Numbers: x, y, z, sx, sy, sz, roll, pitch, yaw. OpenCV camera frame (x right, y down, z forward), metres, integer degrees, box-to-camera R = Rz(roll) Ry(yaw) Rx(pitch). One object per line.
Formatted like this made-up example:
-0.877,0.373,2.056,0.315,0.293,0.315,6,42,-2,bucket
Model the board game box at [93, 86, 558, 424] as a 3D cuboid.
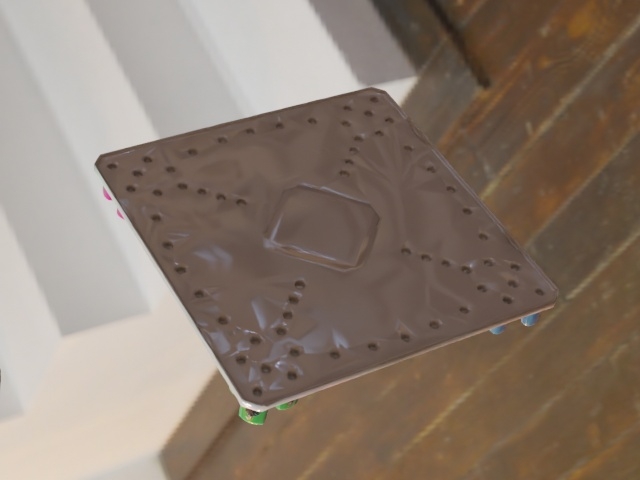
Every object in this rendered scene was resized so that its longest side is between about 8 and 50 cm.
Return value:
0.000,0.000,1.509,0.390,0.390,0.050,54,148,34,board game box
